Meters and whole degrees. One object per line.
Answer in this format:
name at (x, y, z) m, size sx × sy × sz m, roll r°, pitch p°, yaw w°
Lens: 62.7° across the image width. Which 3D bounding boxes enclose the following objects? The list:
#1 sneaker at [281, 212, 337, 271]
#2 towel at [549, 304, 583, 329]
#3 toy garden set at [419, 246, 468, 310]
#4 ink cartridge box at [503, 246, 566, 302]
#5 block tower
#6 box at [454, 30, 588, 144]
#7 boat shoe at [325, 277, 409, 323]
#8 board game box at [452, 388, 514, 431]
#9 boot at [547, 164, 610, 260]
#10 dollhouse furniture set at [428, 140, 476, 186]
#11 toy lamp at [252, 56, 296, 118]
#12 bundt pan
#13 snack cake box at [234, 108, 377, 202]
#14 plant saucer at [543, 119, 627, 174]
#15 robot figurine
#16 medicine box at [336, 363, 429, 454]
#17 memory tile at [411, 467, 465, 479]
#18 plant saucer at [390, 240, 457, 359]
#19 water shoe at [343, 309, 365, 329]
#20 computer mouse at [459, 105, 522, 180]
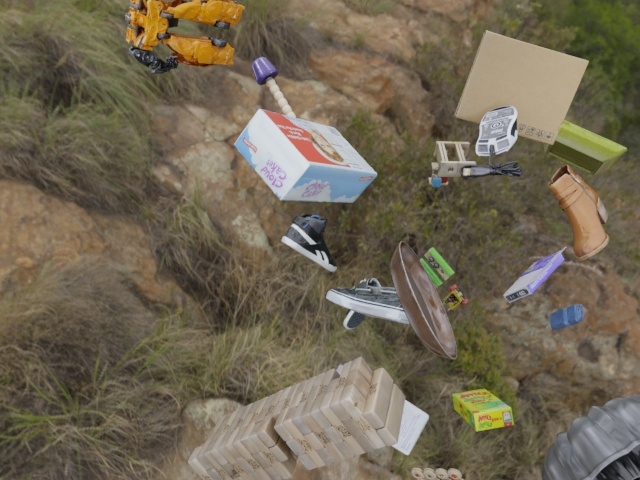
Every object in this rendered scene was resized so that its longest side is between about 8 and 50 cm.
sneaker at (0.000, 0.000, 1.456) m, size 0.079 × 0.216 × 0.121 m, roll 29°, pitch 87°, yaw 46°
towel at (0.844, 0.264, 1.798) m, size 0.029 × 0.119 × 0.067 m, roll 27°, pitch 55°, yaw -19°
toy garden set at (0.359, 0.174, 1.741) m, size 0.049 × 0.244 × 0.204 m, roll -23°, pitch 68°, yaw -38°
ink cartridge box at (0.785, 0.127, 1.902) m, size 0.206 × 0.208 × 0.045 m, roll -39°, pitch 82°, yaw -21°
block tower at (-0.042, 0.281, 0.777) m, size 0.091 × 0.335 × 0.097 m, roll 54°, pitch 27°, yaw -11°
box at (0.380, -0.288, 1.002) m, size 0.201 × 0.165 × 0.021 m, roll 16°, pitch 21°, yaw 0°
boat shoe at (0.163, 0.180, 1.679) m, size 0.335 × 0.121 × 0.119 m, roll 8°, pitch 78°, yaw 43°
board game box at (0.402, 0.421, 1.317) m, size 0.092 × 0.181 × 0.043 m, roll -9°, pitch 89°, yaw -2°
boot at (0.534, -0.061, 1.105) m, size 0.152 × 0.073 × 0.197 m, roll 48°, pitch 43°, yaw -10°
dollhouse furniture set at (0.490, -0.258, 1.964) m, size 0.128 × 0.184 × 0.130 m, roll 1°, pitch 47°, yaw 0°
toy lamp at (-0.128, -0.456, 1.677) m, size 0.080 × 0.080 × 0.275 m, roll -34°, pitch 94°, yaw -29°
bundt pan at (0.598, 0.445, 1.078) m, size 0.330 × 0.331 × 0.124 m, roll -11°, pitch 36°, yaw -15°
snack cake box at (-0.019, -0.155, 1.017) m, size 0.152 × 0.089 × 0.264 m, roll 51°, pitch 26°, yaw 20°
plant saucer at (0.645, -0.227, 1.318) m, size 0.188 × 0.188 × 0.045 m, roll 32°, pitch 94°, yaw 18°
robot figurine at (-0.307, -0.477, 1.171) m, size 0.085 × 0.211 × 0.290 m, roll 34°, pitch 29°, yaw 31°
medicine box at (0.176, 0.567, 1.793) m, size 0.289 × 0.263 × 0.149 m, roll 35°, pitch 77°, yaw -4°
memory tile at (0.331, 0.664, 1.433) m, size 0.147 × 0.113 × 0.012 m, roll -17°, pitch 22°, yaw 35°
plant saucer at (0.248, 0.151, 1.292) m, size 0.050 × 0.310 × 0.311 m, roll -28°, pitch 50°, yaw 18°
water shoe at (0.141, 0.264, 2.067) m, size 0.080 × 0.073 × 0.203 m, roll 6°, pitch 48°, yaw 47°
computer mouse at (0.317, -0.171, 0.938) m, size 0.105 × 0.042 × 0.193 m, roll -6°, pitch 43°, yaw 37°
